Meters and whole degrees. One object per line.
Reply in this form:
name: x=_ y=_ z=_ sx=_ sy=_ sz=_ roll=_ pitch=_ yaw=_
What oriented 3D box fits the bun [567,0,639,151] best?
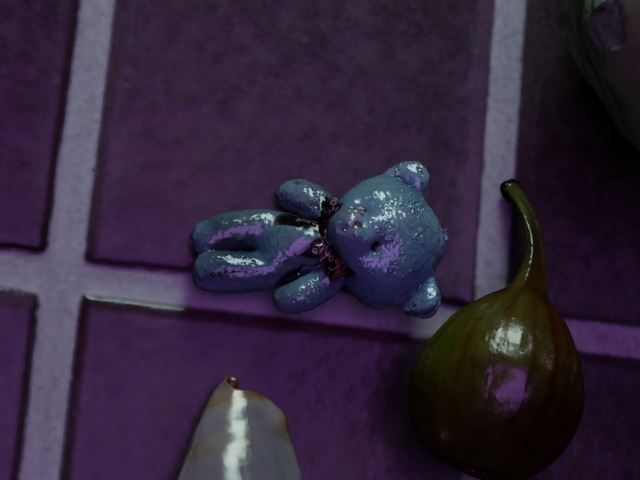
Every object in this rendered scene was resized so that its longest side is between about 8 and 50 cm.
bun: x=0.284 y=-0.159 z=1.246 sx=0.283 sy=0.179 sz=0.283 roll=5 pitch=80 yaw=-32

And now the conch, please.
conch: x=-0.059 y=0.186 z=1.161 sx=0.104 sy=0.094 sz=0.176 roll=1 pitch=52 yaw=2

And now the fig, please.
fig: x=0.136 y=0.056 z=1.206 sx=0.124 sy=0.124 sz=0.236 roll=20 pitch=62 yaw=-7

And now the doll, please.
doll: x=0.002 y=-0.002 z=1.196 sx=0.179 sy=0.075 sz=0.120 roll=0 pitch=70 yaw=-12
